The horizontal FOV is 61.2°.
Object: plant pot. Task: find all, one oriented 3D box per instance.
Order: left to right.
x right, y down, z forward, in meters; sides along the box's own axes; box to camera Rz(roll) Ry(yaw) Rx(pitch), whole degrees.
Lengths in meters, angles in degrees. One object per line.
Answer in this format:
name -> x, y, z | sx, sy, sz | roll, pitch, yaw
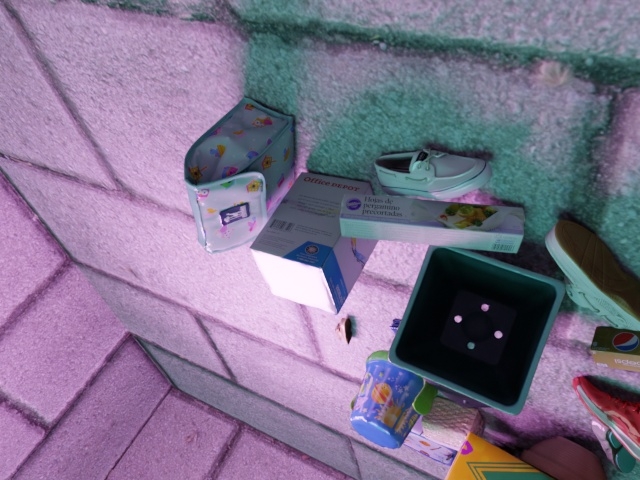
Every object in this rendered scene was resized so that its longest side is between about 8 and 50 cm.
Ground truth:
plant pot -> 0.309, 0.170, 1.080 | 0.247, 0.247, 0.252 | 20, 176, 20
plant pot -> 0.670, 0.603, 1.448 | 0.238, 0.109, 0.237 | 31, 169, 6

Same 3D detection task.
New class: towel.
towel -> 0.237, 0.265, 1.483 | 0.067, 0.029, 0.119 | 5, 138, 37

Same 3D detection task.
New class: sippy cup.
sippy cup -> 0.207, 0.491, 1.634 | 0.240, 0.224, 0.305 | 22, 146, 17

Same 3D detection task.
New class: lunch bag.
lunch bag -> -0.167, -0.119, 1.101 | 0.160, 0.262, 0.223 | 25, 147, 15
lunch bag -> 0.343, 0.655, 1.846 | 0.304, 0.114, 0.243 | 22, 149, 20

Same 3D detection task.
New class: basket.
basket -> 0.405, 0.562, 1.662 | 0.167, 0.113, 0.103 | 9, 137, 34

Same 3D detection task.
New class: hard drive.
hard drive -> 0.372, 0.371, 1.465 | 0.255, 0.054, 0.172 | 40, 146, -20

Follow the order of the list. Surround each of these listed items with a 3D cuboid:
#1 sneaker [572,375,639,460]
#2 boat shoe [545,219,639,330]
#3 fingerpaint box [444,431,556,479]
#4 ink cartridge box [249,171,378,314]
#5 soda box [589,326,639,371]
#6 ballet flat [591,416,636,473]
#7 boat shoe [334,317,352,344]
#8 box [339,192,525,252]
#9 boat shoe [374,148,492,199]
sneaker -> 0.682, 0.367, 1.201 | 0.221, 0.087, 0.128 | 47, 112, 11
boat shoe -> 0.473, 0.076, 0.947 | 0.277, 0.098, 0.096 | 41, 147, -14
fingerpaint box -> 0.585, 0.726, 1.504 | 0.371, 0.163, 0.445 | 24, 167, 33
ink cartridge box -> 0.000, 0.000, 1.141 | 0.171, 0.232, 0.168 | 15, 146, 27
soda box -> 0.623, 0.213, 1.034 | 0.182, 0.061, 0.058 | 0, 135, 42
ballet flat -> 0.725, 0.496, 1.342 | 0.213, 0.072, 0.068 | 55, 170, -30
boat shoe -> 0.066, 0.272, 1.626 | 0.045, 0.050, 0.135 | 16, 145, 18
box -> 0.199, -0.033, 0.987 | 0.325, 0.063, 0.067 | 5, 148, 11
boat shoe -> 0.184, -0.122, 0.951 | 0.226, 0.083, 0.075 | -3, 134, 45
